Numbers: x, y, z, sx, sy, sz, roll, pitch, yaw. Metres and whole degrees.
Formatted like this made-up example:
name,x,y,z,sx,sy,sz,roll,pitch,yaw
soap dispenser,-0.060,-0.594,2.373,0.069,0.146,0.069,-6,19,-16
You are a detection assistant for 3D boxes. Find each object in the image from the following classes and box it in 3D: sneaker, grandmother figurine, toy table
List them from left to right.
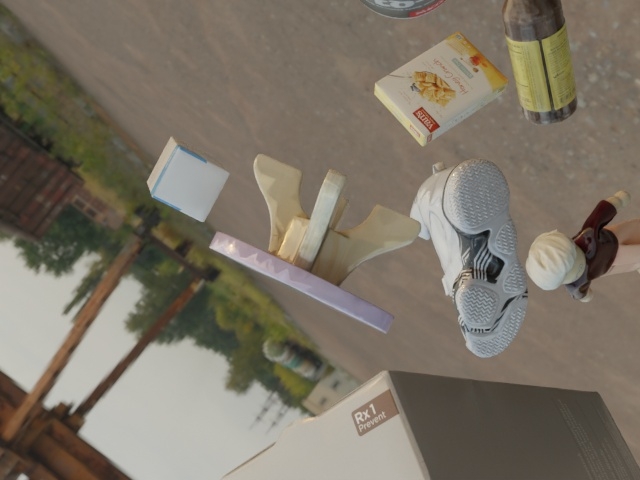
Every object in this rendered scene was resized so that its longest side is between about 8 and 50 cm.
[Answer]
name,x,y,z,sx,sy,sz,roll,pitch,yaw
toy table,0.000,0.000,1.217,0.274,0.161,0.252,25,175,-6
sneaker,0.272,0.022,1.612,0.210,0.137,0.366,-149,49,-71
grandmother figurine,0.465,0.017,1.428,0.342,0.208,0.104,-9,-158,-39

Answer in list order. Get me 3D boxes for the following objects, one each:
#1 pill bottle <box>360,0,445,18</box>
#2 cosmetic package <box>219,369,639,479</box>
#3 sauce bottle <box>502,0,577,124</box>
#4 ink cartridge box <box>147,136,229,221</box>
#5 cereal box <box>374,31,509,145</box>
name,x,y,z,sx,sy,sz,roll,pitch,yaw
pill bottle,0.098,-0.359,1.045,0.161,0.161,0.283,36,-171,5
cosmetic package,0.077,0.146,0.474,0.238,0.127,0.107,10,-131,-48
sauce bottle,0.391,-0.376,1.563,0.111,0.111,0.344,30,150,46
ink cartridge box,-0.215,-0.102,1.382,0.092,0.090,0.143,27,-173,-20
cereal box,0.261,-0.331,1.871,0.173,0.240,0.047,50,163,20
